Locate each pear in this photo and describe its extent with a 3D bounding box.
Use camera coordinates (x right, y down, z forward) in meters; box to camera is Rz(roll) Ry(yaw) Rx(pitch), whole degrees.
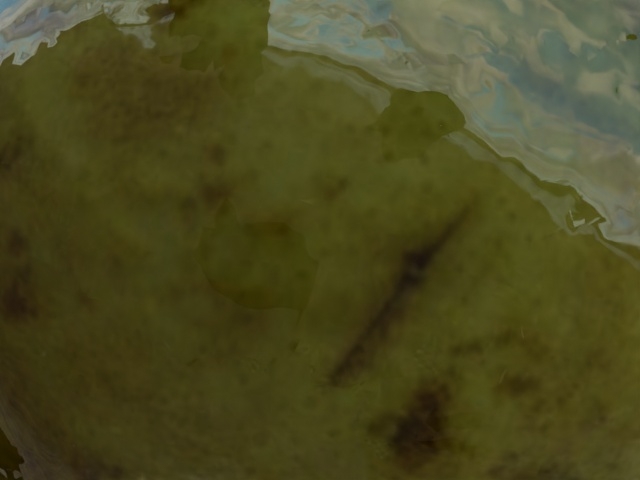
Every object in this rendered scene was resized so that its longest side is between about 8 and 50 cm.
[{"bbox_3d":[0.000,0.000,0.514,0.304,0.304,0.304,27,-31,18],"label":"pear"}]
